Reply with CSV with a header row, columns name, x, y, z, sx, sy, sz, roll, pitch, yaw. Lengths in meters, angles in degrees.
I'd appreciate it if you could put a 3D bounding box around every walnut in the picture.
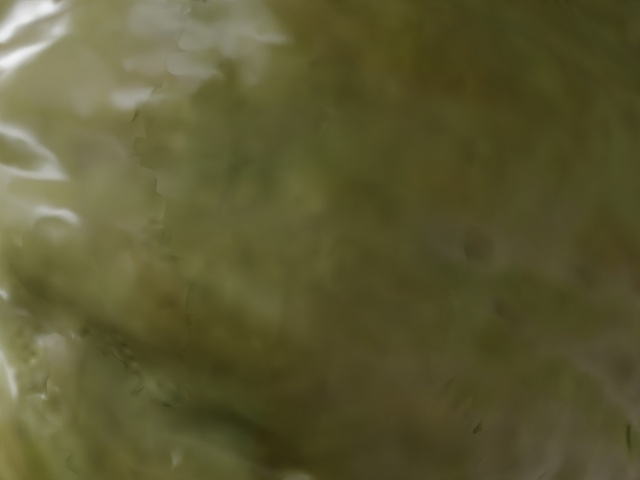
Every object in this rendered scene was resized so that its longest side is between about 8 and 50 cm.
name,x,y,z,sx,sy,sz,roll,pitch,yaw
walnut,0.000,0.000,0.465,0.227,0.283,0.283,-39,6,32
